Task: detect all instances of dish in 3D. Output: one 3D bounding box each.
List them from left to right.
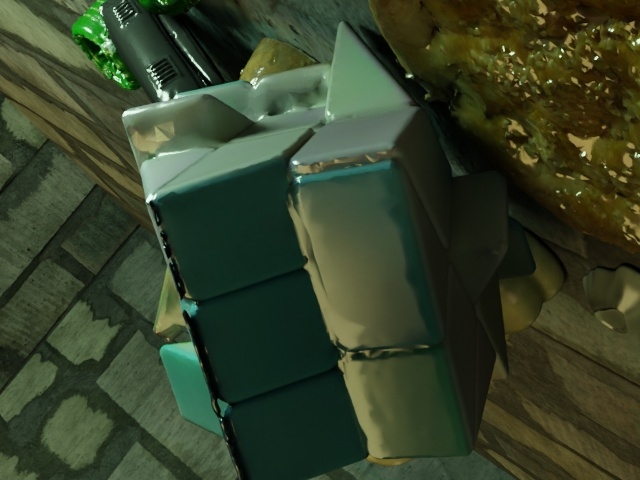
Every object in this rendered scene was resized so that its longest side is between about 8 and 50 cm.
[{"bbox_3d":[0.309,0.067,0.901,0.091,0.039,0.137,36,170,11],"label":"dish"}]

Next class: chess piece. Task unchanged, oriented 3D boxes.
[{"bbox_3d":[0.124,0.113,0.995,0.167,0.300,0.167,37,167,10],"label":"chess piece"}]

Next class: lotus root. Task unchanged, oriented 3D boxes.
[{"bbox_3d":[-0.037,-0.163,0.982,0.122,0.081,0.112,28,158,39],"label":"lotus root"}]

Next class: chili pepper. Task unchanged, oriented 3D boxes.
[{"bbox_3d":[-0.166,-0.281,0.961,0.073,0.050,0.182,48,164,-16],"label":"chili pepper"}]

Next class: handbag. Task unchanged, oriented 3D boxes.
[{"bbox_3d":[-0.160,-0.164,1.086,0.275,0.088,0.244,51,169,39],"label":"handbag"}]

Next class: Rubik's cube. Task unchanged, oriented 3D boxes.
[{"bbox_3d":[0.000,0.010,0.814,0.358,0.368,0.387,-7,110,20],"label":"Rubik's cube"}]

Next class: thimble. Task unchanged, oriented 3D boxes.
[{"bbox_3d":[-0.275,-0.276,1.215,0.118,0.090,0.130,40,169,-3],"label":"thimble"}]

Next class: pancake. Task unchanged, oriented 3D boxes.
[{"bbox_3d":[0.162,-0.110,0.564,0.382,0.071,0.382,39,170,8],"label":"pancake"}]

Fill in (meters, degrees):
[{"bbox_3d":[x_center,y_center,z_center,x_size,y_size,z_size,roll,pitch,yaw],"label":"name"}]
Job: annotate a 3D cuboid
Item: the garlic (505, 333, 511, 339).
[{"bbox_3d":[0.238,0.103,1.229,0.083,0.053,0.041,45,172,6],"label":"garlic"}]
